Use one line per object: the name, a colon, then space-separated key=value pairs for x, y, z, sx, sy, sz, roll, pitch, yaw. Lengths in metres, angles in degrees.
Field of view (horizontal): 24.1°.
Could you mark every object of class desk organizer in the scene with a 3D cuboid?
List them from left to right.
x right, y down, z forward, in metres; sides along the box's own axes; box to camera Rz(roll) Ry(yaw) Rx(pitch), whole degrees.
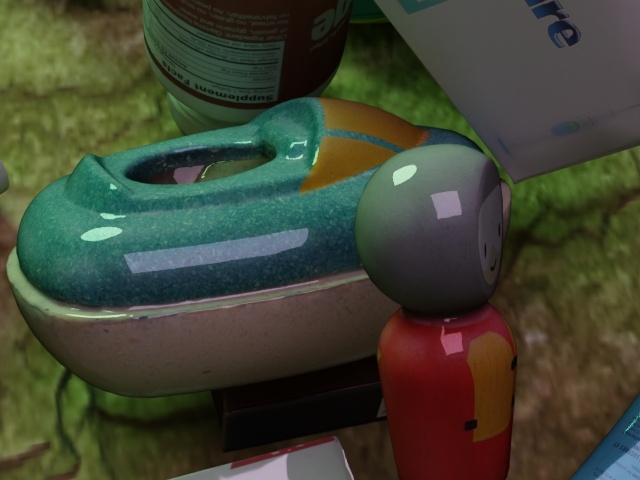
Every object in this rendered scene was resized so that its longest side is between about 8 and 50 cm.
desk organizer: x=0.005 y=0.072 z=0.827 sx=0.130 sy=0.047 sz=0.050 roll=-10 pitch=58 yaw=-12

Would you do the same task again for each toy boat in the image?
toy boat: x=0.000 y=0.000 z=0.711 sx=0.267 sy=0.148 sz=0.318 roll=-14 pitch=21 yaw=-22

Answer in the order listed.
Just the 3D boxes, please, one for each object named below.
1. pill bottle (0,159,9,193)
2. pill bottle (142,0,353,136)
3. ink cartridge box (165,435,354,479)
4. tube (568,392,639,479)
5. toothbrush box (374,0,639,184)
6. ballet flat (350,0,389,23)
pill bottle: x=-0.236 y=-0.018 z=0.843 sx=0.116 sy=0.065 sz=0.065 roll=-36 pitch=69 yaw=-25
pill bottle: x=-0.040 y=-0.145 z=0.854 sx=0.121 sy=0.216 sz=0.121 roll=3 pitch=59 yaw=-5
ink cartridge box: x=-0.037 y=0.153 z=0.720 sx=0.099 sy=0.135 sz=0.056 roll=-14 pitch=64 yaw=-14
tube: x=0.203 y=0.103 z=0.832 sx=0.080 sy=0.052 sz=0.207 roll=32 pitch=66 yaw=18
toothbrush box: x=0.124 y=-0.215 z=0.802 sx=0.126 sy=0.216 sz=0.295 roll=-18 pitch=40 yaw=34
ballet flat: x=0.099 y=-0.179 z=0.980 sx=0.231 sy=0.077 sz=0.077 roll=1 pitch=30 yaw=-5
